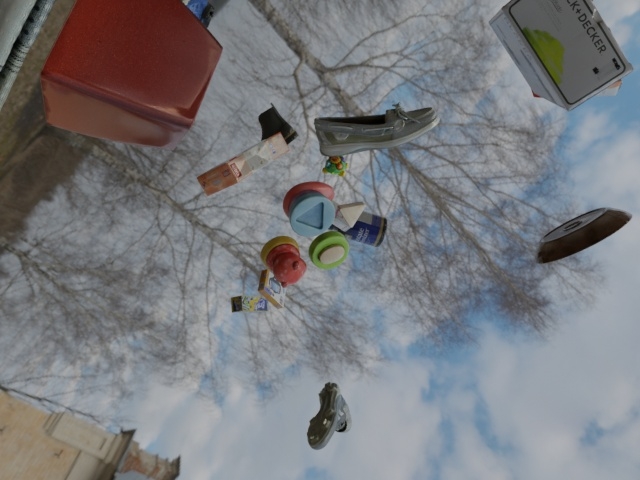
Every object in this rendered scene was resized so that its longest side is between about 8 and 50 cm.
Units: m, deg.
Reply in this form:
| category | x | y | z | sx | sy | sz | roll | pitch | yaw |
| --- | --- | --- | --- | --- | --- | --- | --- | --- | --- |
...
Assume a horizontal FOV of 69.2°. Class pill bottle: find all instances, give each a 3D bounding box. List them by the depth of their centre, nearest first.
| category | x | y | z | sx | sy | sz | roll | pitch | yaw |
| --- | --- | --- | --- | --- | --- | --- | --- | --- | --- |
| pill bottle | 0.136 | -0.059 | 1.781 | 0.123 | 0.219 | 0.122 | -164 | -90 | -85 |

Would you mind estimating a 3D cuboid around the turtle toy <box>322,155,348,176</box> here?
| category | x | y | z | sx | sy | sz | roll | pitch | yaw |
| --- | --- | --- | --- | --- | --- | --- | --- | --- | --- |
| turtle toy | 0.063 | -0.312 | 1.841 | 0.095 | 0.066 | 0.130 | 12 | -126 | 11 |

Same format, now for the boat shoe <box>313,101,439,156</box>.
| category | x | y | z | sx | sy | sz | roll | pitch | yaw |
| --- | --- | --- | --- | --- | --- | --- | --- | --- | --- |
| boat shoe | 0.141 | -0.298 | 1.200 | 0.321 | 0.103 | 0.118 | -7 | -151 | 20 |

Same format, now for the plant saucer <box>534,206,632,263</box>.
| category | x | y | z | sx | sy | sz | roll | pitch | yaw |
| --- | --- | --- | --- | --- | --- | --- | --- | --- | --- |
| plant saucer | 0.524 | -0.017 | 0.950 | 0.199 | 0.036 | 0.198 | -31 | 176 | -2 |

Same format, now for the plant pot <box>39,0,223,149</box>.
| category | x | y | z | sx | sy | sz | roll | pitch | yaw |
| --- | --- | --- | --- | --- | --- | --- | --- | --- | --- |
| plant pot | -0.342 | -0.317 | 0.877 | 0.267 | 0.236 | 0.267 | -8 | -119 | 61 |

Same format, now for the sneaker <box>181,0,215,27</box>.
| category | x | y | z | sx | sy | sz | roll | pitch | yaw |
| --- | --- | --- | --- | --- | --- | --- | --- | --- | --- |
| sneaker | -0.356 | -0.628 | 1.303 | 0.058 | 0.085 | 0.152 | -31 | -155 | 54 |

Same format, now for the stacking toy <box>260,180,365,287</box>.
| category | x | y | z | sx | sy | sz | roll | pitch | yaw |
| --- | --- | --- | --- | --- | --- | --- | --- | --- | --- |
| stacking toy | 0.000 | 0.000 | 1.349 | 0.130 | 0.280 | 0.308 | 57 | -47 | 50 |

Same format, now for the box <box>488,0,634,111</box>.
| category | x | y | z | sx | sy | sz | roll | pitch | yaw |
| --- | --- | --- | --- | --- | --- | --- | --- | --- | --- |
| box | 0.345 | -0.305 | 0.707 | 0.087 | 0.169 | 0.290 | -34 | -170 | 25 |

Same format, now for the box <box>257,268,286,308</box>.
| category | x | y | z | sx | sy | sz | roll | pitch | yaw |
| --- | --- | --- | --- | --- | --- | --- | --- | --- | --- |
| box | -0.153 | 0.165 | 1.528 | 0.028 | 0.136 | 0.081 | -17 | -134 | 25 |

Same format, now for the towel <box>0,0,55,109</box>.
| category | x | y | z | sx | sy | sz | roll | pitch | yaw |
| --- | --- | --- | --- | --- | --- | --- | --- | --- | --- |
| towel | -0.503 | -0.320 | 0.637 | 0.324 | 0.312 | 0.056 | -51 | 162 | 17 |

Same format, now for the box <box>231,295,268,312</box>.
| category | x | y | z | sx | sy | sz | roll | pitch | yaw |
| --- | --- | --- | --- | --- | --- | --- | --- | --- | --- |
| box | -0.269 | 0.247 | 1.780 | 0.054 | 0.169 | 0.059 | -13 | -104 | 27 |

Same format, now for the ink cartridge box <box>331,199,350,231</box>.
| category | x | y | z | sx | sy | sz | roll | pitch | yaw |
| --- | --- | --- | --- | --- | --- | --- | --- | --- | --- |
| ink cartridge box | 0.057 | -0.089 | 1.624 | 0.052 | 0.122 | 0.088 | -58 | -175 | -14 |

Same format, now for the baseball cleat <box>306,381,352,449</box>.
| category | x | y | z | sx | sy | sz | roll | pitch | yaw |
| --- | --- | --- | --- | --- | --- | --- | --- | --- | --- |
| baseball cleat | 0.030 | 0.403 | 1.027 | 0.072 | 0.109 | 0.206 | -29 | -169 | 21 |

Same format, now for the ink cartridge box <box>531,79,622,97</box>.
| category | x | y | z | sx | sy | sz | roll | pitch | yaw |
| --- | --- | --- | --- | --- | --- | --- | --- | --- | --- |
| ink cartridge box | 0.587 | -0.394 | 1.090 | 0.179 | 0.045 | 0.145 | 2 | -130 | 7 |

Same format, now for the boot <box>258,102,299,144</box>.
| category | x | y | z | sx | sy | sz | roll | pitch | yaw |
| --- | --- | --- | --- | --- | --- | --- | --- | --- | --- |
| boot | -0.186 | -0.350 | 1.541 | 0.198 | 0.137 | 0.077 | -31 | -164 | 22 |

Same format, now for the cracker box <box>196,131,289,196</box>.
| category | x | y | z | sx | sy | sz | roll | pitch | yaw |
| --- | --- | --- | --- | --- | --- | --- | --- | --- | --- |
| cracker box | -0.218 | -0.219 | 1.322 | 0.156 | 0.067 | 0.232 | -13 | -158 | 44 |
